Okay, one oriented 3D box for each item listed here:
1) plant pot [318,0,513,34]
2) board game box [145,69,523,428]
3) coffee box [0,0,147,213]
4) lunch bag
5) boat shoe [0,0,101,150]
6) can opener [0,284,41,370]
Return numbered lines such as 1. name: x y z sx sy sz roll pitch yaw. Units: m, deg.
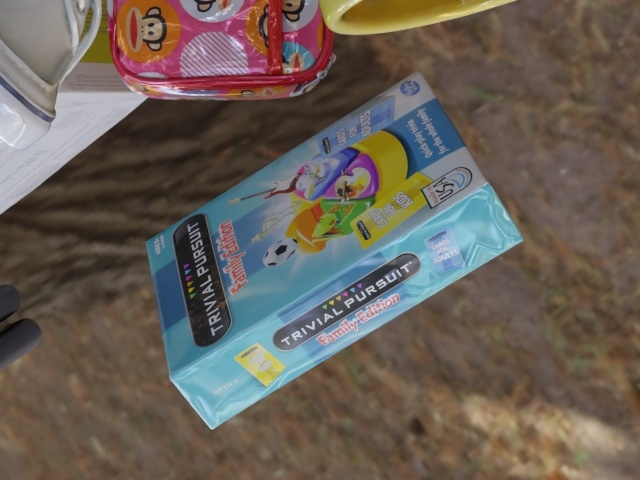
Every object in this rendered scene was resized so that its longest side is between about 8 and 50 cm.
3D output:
1. plant pot: 0.093 -0.299 1.089 0.254 0.254 0.239 -19 87 62
2. board game box: 0.000 0.000 1.469 0.079 0.336 0.254 55 -173 -30
3. coffee box: -0.489 -0.239 1.933 0.337 0.338 0.334 -34 78 29
4. lunch bag: -0.080 -0.284 1.511 0.120 0.258 0.293 110 159 -86
5. boat shoe: -0.238 -0.207 1.268 0.136 0.156 0.367 47 -171 -28
6. can opener: -0.323 0.107 1.310 0.095 0.283 0.076 -27 96 30
